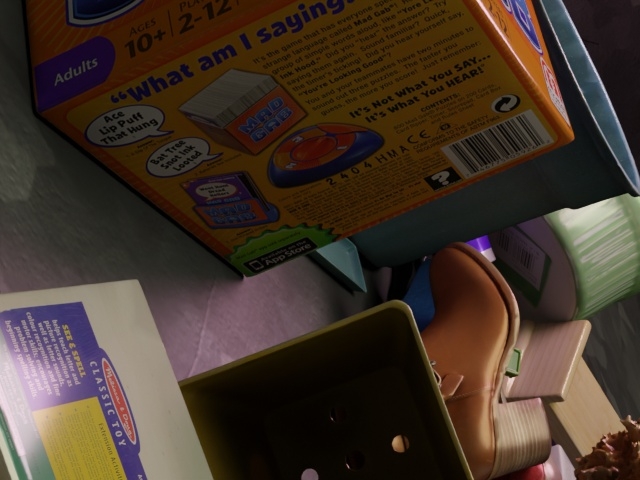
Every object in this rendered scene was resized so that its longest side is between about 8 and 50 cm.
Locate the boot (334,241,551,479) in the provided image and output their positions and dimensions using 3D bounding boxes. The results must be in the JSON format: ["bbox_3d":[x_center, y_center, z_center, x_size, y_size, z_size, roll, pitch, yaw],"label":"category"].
[{"bbox_3d":[0.105,0.133,1.629,0.109,0.220,0.284,127,-46,-57],"label":"boot"}]

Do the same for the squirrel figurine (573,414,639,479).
[{"bbox_3d":[0.380,0.378,1.668,0.370,0.281,0.397,-66,167,-52],"label":"squirrel figurine"}]

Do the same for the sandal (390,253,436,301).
[{"bbox_3d":[0.135,0.042,2.007,0.097,0.054,0.254,56,21,-31],"label":"sandal"}]

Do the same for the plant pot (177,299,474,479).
[{"bbox_3d":[0.018,0.189,1.290,0.187,0.212,0.212,36,33,-80],"label":"plant pot"}]

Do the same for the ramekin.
[{"bbox_3d":[0.340,-0.010,2.286,0.303,0.148,0.303,41,-30,31],"label":"ramekin"}]

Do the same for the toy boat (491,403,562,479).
[{"bbox_3d":[0.170,0.271,1.721,0.151,0.151,0.231,13,17,-13],"label":"toy boat"}]

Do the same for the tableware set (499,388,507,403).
[{"bbox_3d":[0.180,0.145,1.971,0.128,0.039,0.194,-5,80,-57],"label":"tableware set"}]

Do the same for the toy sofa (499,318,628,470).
[{"bbox_3d":[0.376,0.289,2.297,0.362,0.177,0.150,55,46,-33],"label":"toy sofa"}]

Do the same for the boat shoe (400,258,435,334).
[{"bbox_3d":[0.133,0.114,1.797,0.258,0.109,0.089,-47,137,-51],"label":"boat shoe"}]

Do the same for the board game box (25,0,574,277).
[{"bbox_3d":[-0.028,-0.243,1.403,0.356,0.356,0.356,42,31,-53],"label":"board game box"}]

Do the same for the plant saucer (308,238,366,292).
[{"bbox_3d":[0.000,0.000,1.738,0.192,0.018,0.067,40,32,-53],"label":"plant saucer"}]

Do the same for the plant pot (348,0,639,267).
[{"bbox_3d":[0.174,-0.143,1.877,0.341,0.334,0.341,55,20,-31],"label":"plant pot"}]

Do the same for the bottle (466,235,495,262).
[{"bbox_3d":[0.172,-0.090,2.208,0.283,0.092,0.118,68,16,3],"label":"bottle"}]

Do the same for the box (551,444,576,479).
[{"bbox_3d":[0.279,0.362,1.908,0.170,0.130,0.091,58,20,-28],"label":"box"}]

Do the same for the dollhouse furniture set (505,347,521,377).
[{"bbox_3d":[0.169,0.155,1.821,0.058,0.151,0.076,23,65,-27],"label":"dollhouse furniture set"}]

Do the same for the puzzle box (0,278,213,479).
[{"bbox_3d":[-0.132,0.226,1.034,0.409,0.052,0.272,69,18,6],"label":"puzzle box"}]
